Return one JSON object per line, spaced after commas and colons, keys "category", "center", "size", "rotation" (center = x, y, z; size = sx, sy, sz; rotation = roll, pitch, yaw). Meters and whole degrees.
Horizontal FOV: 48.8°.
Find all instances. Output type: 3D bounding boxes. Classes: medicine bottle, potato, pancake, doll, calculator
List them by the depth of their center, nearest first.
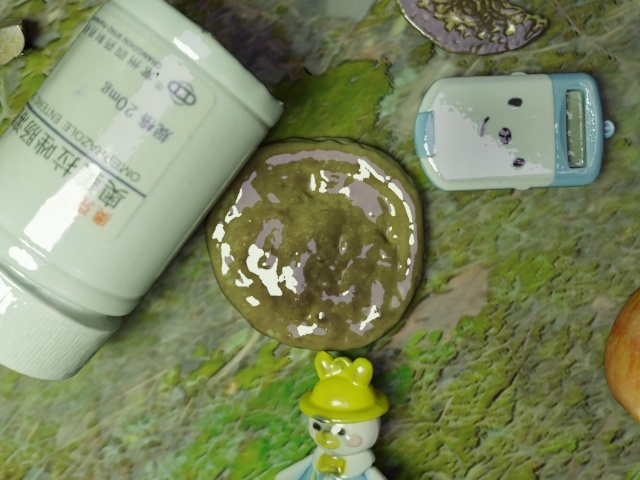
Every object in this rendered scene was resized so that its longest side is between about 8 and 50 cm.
{"category": "medicine bottle", "center": [-0.204, -0.052, 0.660], "size": [0.190, 0.190, 0.332], "rotation": [38, 91, -1]}
{"category": "doll", "center": [0.021, 0.233, 0.719], "size": [0.098, 0.135, 0.241], "rotation": [-1, 94, -28]}
{"category": "pancake", "center": [0.000, 0.000, 0.732], "size": [0.241, 0.050, 0.242], "rotation": [0, 93, -1]}
{"category": "calculator", "center": [0.202, -0.113, 0.734], "size": [0.210, 0.039, 0.121], "rotation": [-2, 94, -1]}
{"category": "potato", "center": [-0.335, -0.207, 0.735], "size": [0.093, 0.036, 0.037], "rotation": [-6, 130, 18]}
{"category": "pancake", "center": [0.158, -0.290, 0.737], "size": [0.184, 0.020, 0.191], "rotation": [10, 93, 0]}

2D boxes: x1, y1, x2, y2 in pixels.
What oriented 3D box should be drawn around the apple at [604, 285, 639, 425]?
{"category": "apple", "center": [0.438, 0.158, 0.684], "size": [0.251, 0.163, 0.293], "rotation": [-38, 90, 0]}
